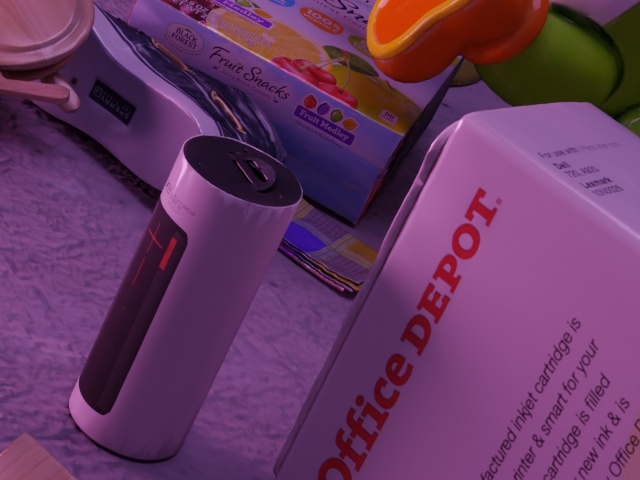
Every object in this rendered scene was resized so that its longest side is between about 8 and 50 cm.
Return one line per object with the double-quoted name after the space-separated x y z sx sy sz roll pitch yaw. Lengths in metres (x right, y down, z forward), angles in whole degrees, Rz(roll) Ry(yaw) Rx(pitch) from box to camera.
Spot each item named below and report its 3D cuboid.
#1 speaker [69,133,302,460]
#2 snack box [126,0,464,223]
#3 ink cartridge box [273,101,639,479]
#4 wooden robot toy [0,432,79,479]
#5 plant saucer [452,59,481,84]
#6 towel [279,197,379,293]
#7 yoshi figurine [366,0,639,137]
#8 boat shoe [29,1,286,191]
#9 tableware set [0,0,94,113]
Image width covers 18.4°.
-0.057 0.024 0.832 0.055 0.136 0.055 21 26 -11 "speaker"
-0.014 -0.110 1.208 0.174 0.070 0.207 29 24 3 "snack box"
0.142 0.099 0.800 0.278 0.201 0.117 38 27 25 "ink cartridge box"
-0.111 0.122 0.709 0.173 0.076 0.079 39 63 24 "wooden robot toy"
0.029 -0.199 1.435 0.241 0.037 0.241 26 26 -14 "plant saucer"
0.000 0.000 1.082 0.083 0.009 0.060 36 27 19 "towel"
0.170 -0.096 1.223 0.362 0.203 0.203 26 9 -32 "yoshi figurine"
-0.103 -0.084 1.096 0.183 0.065 0.083 43 21 26 "boat shoe"
-0.216 -0.120 1.041 0.194 0.039 0.128 9 49 -2 "tableware set"
